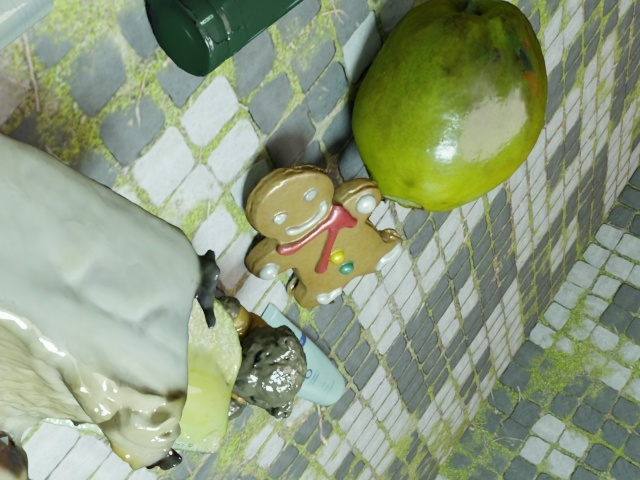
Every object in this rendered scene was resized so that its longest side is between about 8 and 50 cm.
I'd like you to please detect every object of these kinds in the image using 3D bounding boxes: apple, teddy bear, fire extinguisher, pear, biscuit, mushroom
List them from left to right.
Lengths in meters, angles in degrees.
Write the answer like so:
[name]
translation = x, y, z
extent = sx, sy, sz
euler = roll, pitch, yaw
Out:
[mushroom]
translation = -0.314, 0.062, 0.670
extent = 0.397, 0.314, 0.224
euler = 37, 40, -52
[apple]
translation = -0.204, 0.124, 0.987
extent = 0.265, 0.120, 0.193
euler = 24, 87, -43
[teddy bear]
translation = -0.104, 0.151, 1.126
extent = 0.140, 0.190, 0.177
euler = -26, 128, -51
[fire extinguisher]
translation = -0.044, -0.297, 0.901
extent = 0.311, 0.095, 0.114
euler = -43, 116, -28
[biscuit]
translation = 0.000, 0.000, 1.222
extent = 0.216, 0.047, 0.339
euler = -34, 149, -1
[pear]
translation = 0.180, -0.183, 1.217
extent = 0.269, 0.269, 0.321
euler = -28, 139, -47

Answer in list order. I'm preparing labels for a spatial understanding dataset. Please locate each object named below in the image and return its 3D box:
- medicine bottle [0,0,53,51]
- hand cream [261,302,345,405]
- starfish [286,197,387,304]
[medicine bottle]
translation = -0.304, -0.129, 0.651
extent = 0.231, 0.059, 0.059
euler = -48, 151, -23
[hand cream]
translation = -0.046, 0.203, 1.446
extent = 0.109, 0.067, 0.320
euler = -55, 145, -8
[starfish]
translation = 0.033, 0.015, 1.394
extent = 0.240, 0.043, 0.227
euler = -39, 145, -26
